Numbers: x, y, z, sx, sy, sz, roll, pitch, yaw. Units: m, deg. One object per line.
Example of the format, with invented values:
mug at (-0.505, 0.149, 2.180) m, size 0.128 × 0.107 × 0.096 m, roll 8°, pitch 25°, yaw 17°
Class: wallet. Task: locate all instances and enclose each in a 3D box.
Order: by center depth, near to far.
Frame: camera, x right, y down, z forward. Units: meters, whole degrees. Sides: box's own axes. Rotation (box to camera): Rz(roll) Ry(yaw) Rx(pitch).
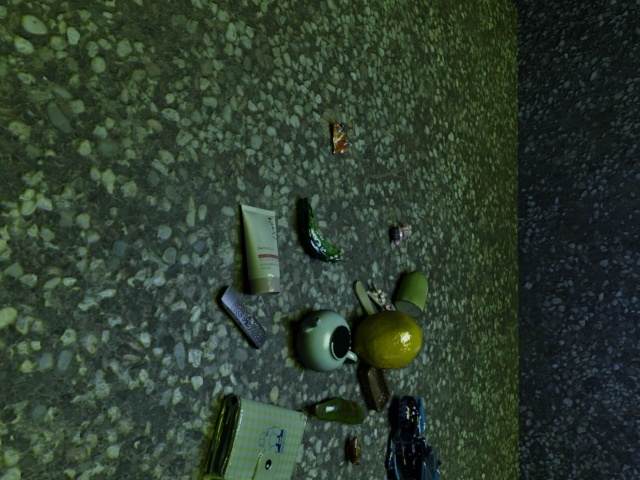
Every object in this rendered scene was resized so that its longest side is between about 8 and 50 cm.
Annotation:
wallet at (-0.160, 0.546, 1.463) m, size 0.309 × 0.077 × 0.223 m, roll 36°, pitch 57°, yaw -48°

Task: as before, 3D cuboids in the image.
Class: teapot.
teapot at (0.019, 0.308, 1.659) m, size 0.294 × 0.130 × 0.193 m, roll 49°, pitch 52°, yaw -40°

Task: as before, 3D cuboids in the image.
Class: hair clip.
hair clip at (0.231, 0.237, 2.011) m, size 0.056 × 0.062 × 0.213 m, roll -41°, pitch 120°, yaw -11°

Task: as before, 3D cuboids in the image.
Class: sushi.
sushi at (0.115, 0.707, 1.831) m, size 0.047 × 0.050 × 0.099 m, roll 3°, pitch 92°, yaw -47°

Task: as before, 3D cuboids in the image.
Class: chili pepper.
chili pepper at (0.000, 0.000, 1.702) m, size 0.278 × 0.065 × 0.122 m, roll 56°, pitch 51°, yaw -29°

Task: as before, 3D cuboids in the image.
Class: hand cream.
hand cream at (-0.158, 0.027, 1.491) m, size 0.133 × 0.083 × 0.247 m, roll 8°, pitch 73°, yaw -55°

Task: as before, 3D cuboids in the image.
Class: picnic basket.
picnic basket at (0.194, 0.517, 1.944) m, size 0.110 × 0.055 × 0.193 m, roll -40°, pitch 119°, yaw -48°

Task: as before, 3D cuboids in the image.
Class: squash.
squash at (0.364, 0.201, 2.144) m, size 0.123 × 0.123 × 0.186 m, roll 53°, pitch 46°, yaw -38°

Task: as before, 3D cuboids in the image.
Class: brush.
brush at (0.187, 0.282, 1.976) m, size 0.085 × 0.020 × 0.336 m, roll -48°, pitch 125°, yaw -41°

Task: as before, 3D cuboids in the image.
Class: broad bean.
broad bean at (0.071, 0.556, 1.772) m, size 0.339 × 0.061 × 0.077 m, roll 32°, pitch 75°, yaw -47°

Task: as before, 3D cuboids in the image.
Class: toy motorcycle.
toy motorcycle at (0.365, 0.806, 2.089) m, size 0.232 × 0.172 × 0.415 m, roll 13°, pitch 69°, yaw -59°

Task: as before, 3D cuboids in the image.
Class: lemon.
lemon at (0.234, 0.341, 1.868) m, size 0.260 × 0.204 × 0.204 m, roll -8°, pitch 96°, yaw -17°

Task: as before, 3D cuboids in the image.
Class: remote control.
remote control at (-0.206, 0.208, 1.450) m, size 0.212 × 0.028 × 0.059 m, roll 61°, pitch 41°, yaw -32°

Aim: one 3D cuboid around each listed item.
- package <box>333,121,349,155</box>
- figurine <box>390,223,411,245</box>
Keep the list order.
package at (0.067, -0.347, 1.836) m, size 0.077 × 0.033 × 0.110 m, roll -30°, pitch 117°, yaw -60°
figurine at (0.317, -0.027, 2.143) m, size 0.129 × 0.054 × 0.072 m, roll -25°, pitch 123°, yaw -58°
